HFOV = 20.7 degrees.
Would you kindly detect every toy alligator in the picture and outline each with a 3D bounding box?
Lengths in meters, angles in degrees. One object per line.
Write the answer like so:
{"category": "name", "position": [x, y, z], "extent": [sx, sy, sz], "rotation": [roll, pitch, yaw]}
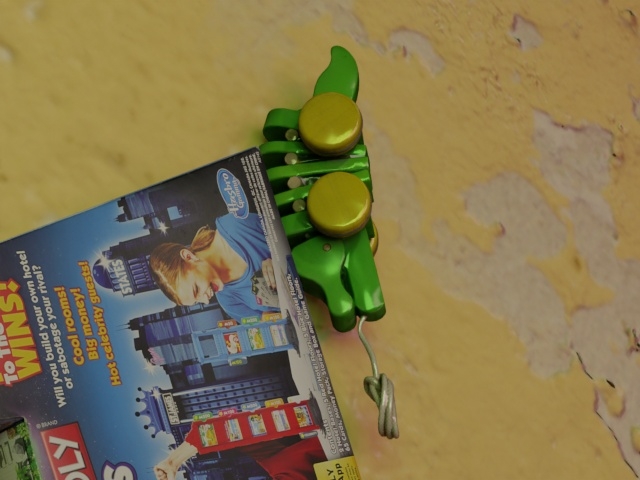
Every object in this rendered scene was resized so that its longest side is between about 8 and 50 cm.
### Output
{"category": "toy alligator", "position": [0.000, 0.000, 0.785], "extent": [0.051, 0.056, 0.190], "rotation": [-7, 69, 3]}

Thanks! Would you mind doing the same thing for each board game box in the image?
{"category": "board game box", "position": [-0.087, 0.066, 0.671], "extent": [0.194, 0.060, 0.194], "rotation": [-6, 72, -39]}
